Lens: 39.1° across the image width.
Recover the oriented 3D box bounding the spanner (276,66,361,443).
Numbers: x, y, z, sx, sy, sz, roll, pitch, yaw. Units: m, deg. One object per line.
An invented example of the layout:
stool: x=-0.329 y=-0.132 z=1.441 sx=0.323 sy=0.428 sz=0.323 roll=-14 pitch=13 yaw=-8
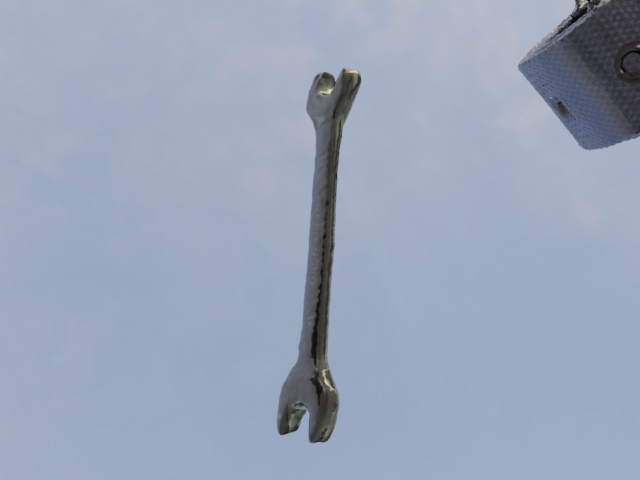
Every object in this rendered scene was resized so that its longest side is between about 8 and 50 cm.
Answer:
spanner: x=0.000 y=0.000 z=0.564 sx=0.015 sy=0.054 sz=0.254 roll=17 pitch=-114 yaw=-30

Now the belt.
belt: x=0.238 y=-0.160 z=0.739 sx=0.139 sy=0.230 sz=0.126 roll=-38 pitch=-88 yaw=17
